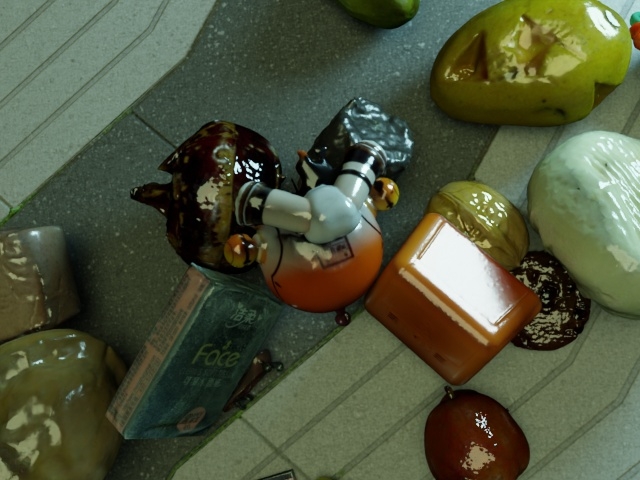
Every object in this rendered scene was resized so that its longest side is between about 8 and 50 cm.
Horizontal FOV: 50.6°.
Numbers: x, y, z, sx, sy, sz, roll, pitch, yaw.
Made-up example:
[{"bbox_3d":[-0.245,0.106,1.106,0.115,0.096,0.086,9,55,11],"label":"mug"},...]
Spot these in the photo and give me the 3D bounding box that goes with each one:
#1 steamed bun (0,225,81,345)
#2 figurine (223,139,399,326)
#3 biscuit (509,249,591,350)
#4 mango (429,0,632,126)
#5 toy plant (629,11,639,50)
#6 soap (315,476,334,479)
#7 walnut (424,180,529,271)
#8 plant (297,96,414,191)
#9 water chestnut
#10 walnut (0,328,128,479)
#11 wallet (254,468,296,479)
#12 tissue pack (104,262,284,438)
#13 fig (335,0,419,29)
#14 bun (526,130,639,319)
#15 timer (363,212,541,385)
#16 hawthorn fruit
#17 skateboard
[{"bbox_3d":[-0.628,0.087,1.380,0.301,0.199,0.251,-12,99,18],"label":"steamed bun"},{"bbox_3d":[0.002,0.002,1.145,0.320,0.323,0.196,-22,57,-9],"label":"figurine"},{"bbox_3d":[0.409,0.113,1.273,0.192,0.049,0.192,-2,83,14],"label":"biscuit"},{"bbox_3d":[0.385,-0.329,1.268,0.365,0.182,0.253,-13,85,19],"label":"mango"},{"bbox_3d":[0.748,-0.331,1.199,0.400,0.185,0.279,22,76,20],"label":"toy plant"},{"bbox_3d":[0.036,0.514,1.293,0.140,0.045,0.089,26,92,10],"label":"soap"},{"bbox_3d":[0.289,-0.021,1.250,0.159,0.159,0.207,-46,71,2],"label":"walnut"},{"bbox_3d":[0.062,-0.140,1.282,0.178,0.204,0.234,28,133,-5],"label":"plant"},{"bbox_3d":[-0.212,-0.077,1.267,0.300,0.300,0.300,-1,84,9],"label":"water chestnut"},{"bbox_3d":[-0.533,0.366,1.259,0.383,0.383,0.384,-1,84,9],"label":"walnut"},{"bbox_3d":[-0.145,0.542,1.331,0.232,0.025,0.119,-20,82,8],"label":"wallet"},{"bbox_3d":[-0.227,0.209,1.242,0.103,0.228,0.316,33,95,31],"label":"tissue pack"},{"bbox_3d":[0.110,-0.514,1.348,0.233,0.167,0.167,32,90,48],"label":"fig"},{"bbox_3d":[0.515,-0.011,1.178,0.361,0.213,0.361,14,51,-18],"label":"bun"},{"bbox_3d":[0.210,0.131,1.218,0.257,0.250,0.161,41,56,11],"label":"timer"},{"bbox_3d":[0.270,0.354,1.207,0.185,0.185,0.202,-22,78,6],"label":"hawthorn fruit"},{"bbox_3d":[-0.153,0.275,1.346,0.151,0.067,0.080,-47,70,6],"label":"skateboard"}]
